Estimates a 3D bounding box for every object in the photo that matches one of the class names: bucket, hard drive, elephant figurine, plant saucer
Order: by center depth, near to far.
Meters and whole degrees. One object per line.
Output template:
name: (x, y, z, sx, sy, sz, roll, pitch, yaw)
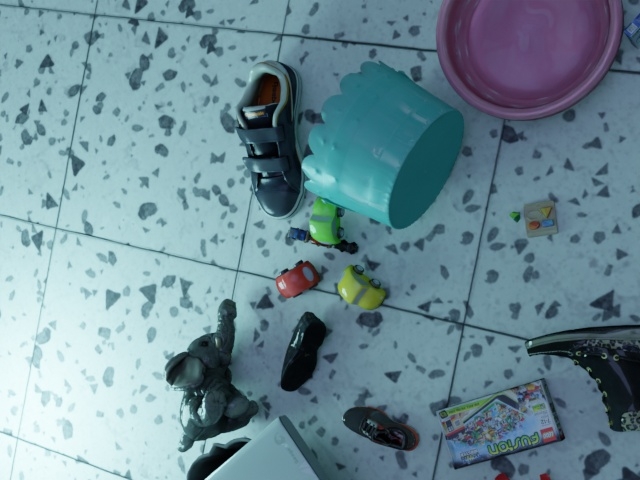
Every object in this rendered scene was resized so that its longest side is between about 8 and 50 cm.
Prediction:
plant saucer: (0.376, -0.375, 1.730, 0.332, 0.084, 0.332, -2, 86, 26)
bucket: (0.120, -0.165, 1.744, 0.183, 0.281, 0.281, 32, 101, 24)
hard drive: (-0.122, 0.501, 1.810, 0.307, 0.040, 0.203, -43, 71, 18)
elephant figurine: (-0.232, 0.272, 1.968, 0.239, 0.186, 0.169, 65, 155, 25)

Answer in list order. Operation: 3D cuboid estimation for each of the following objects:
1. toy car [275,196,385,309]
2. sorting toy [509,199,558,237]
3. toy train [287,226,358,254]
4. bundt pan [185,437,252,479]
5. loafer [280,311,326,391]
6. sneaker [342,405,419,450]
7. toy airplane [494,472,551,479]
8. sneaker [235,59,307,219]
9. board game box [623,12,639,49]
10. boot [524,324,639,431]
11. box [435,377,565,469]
toy car: (0.007, 0.024, 1.866, 0.239, 0.053, 0.224, 7, 109, 26)
sorting toy: (0.385, -0.037, 1.745, 0.083, 0.012, 0.062, -9, 84, 25)
toy train: (0.000, 0.000, 1.916, 0.158, 0.036, 0.027, 14, 93, 26)
bundt pan: (-0.116, 0.546, 1.894, 0.331, 0.124, 0.330, -2, 86, 26)
loafer: (-0.038, 0.221, 1.920, 0.170, 0.062, 0.061, -65, 27, 16)
sneaker: (0.107, 0.356, 1.828, 0.158, 0.065, 0.061, 14, 93, 26)
toy airplane: (0.377, 0.471, 1.712, 0.151, 0.028, 0.151, -2, 85, 27)
sneaker: (-0.105, -0.202, 1.931, 0.126, 0.127, 0.321, -4, 87, 24)
board game box: (0.560, -0.374, 1.637, 0.090, 0.090, 0.020, -48, 67, 15)
boot: (0.474, 0.238, 1.648, 0.236, 0.085, 0.178, -8, 86, 25)
box: (0.323, 0.332, 1.741, 0.207, 0.036, 0.114, -22, 78, 23)
